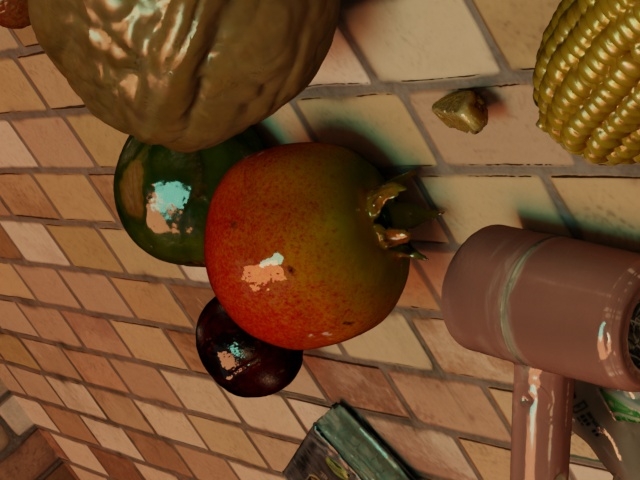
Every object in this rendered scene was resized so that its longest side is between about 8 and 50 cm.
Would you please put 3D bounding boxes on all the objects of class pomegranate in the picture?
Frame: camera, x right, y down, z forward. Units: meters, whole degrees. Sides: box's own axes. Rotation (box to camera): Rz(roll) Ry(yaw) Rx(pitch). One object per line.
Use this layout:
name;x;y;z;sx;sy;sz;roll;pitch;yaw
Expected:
pomegranate;0.000;0.000;1.642;0.256;0.221;0.221;-22;111;31

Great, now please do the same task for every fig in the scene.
fig;-0.136;-0.089;1.803;0.195;0.195;0.245;8;98;55

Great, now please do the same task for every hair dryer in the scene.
hair dryer;0.224;0.172;1.469;0.210;0.125;0.353;13;107;49

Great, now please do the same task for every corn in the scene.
corn;0.247;-0.172;1.062;0.144;0.144;0.387;44;152;8

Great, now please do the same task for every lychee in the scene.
lychee;-0.365;-0.304;1.923;0.101;0.140;0.114;48;118;11

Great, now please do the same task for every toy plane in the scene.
toy plane;0.278;0.176;1.554;0.174;0.080;0.174;49;154;33

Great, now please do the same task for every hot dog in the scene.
hot dog;0.131;-0.120;1.448;0.030;0.034;0.090;44;177;-16

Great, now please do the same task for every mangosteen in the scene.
mangosteen;-0.083;0.125;2.051;0.152;0.152;0.152;37;154;22

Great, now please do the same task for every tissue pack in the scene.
tissue pack;0.041;0.333;2.217;0.173;0.073;0.235;45;155;8

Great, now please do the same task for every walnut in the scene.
walnut;-0.122;-0.230;1.439;0.277;0.252;0.313;44;146;8
